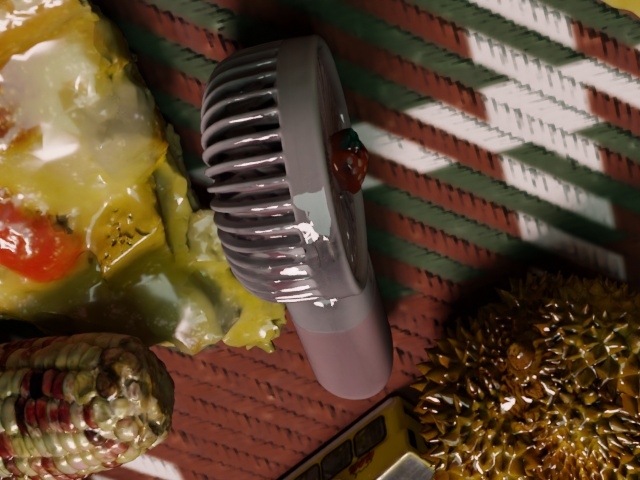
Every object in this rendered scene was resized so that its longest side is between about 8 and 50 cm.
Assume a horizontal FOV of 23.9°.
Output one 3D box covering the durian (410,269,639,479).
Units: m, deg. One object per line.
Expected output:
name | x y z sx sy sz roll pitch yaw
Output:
durian | 0.131 0.093 0.862 0.158 0.137 0.168 -7 145 25

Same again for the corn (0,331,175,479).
corn | -0.175 0.098 0.823 0.253 0.086 0.086 -15 131 35

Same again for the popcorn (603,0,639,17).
popcorn | 0.155 -0.204 0.586 0.225 0.249 0.249 15 131 21

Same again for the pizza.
pizza | -0.126 -0.011 0.789 0.288 0.075 0.280 29 122 -24

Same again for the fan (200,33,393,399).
fan | 0.000 0.000 0.789 0.074 0.130 0.244 -10 142 8

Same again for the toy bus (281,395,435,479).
toy bus | -0.006 0.193 0.959 0.081 0.074 0.226 35 118 -28
